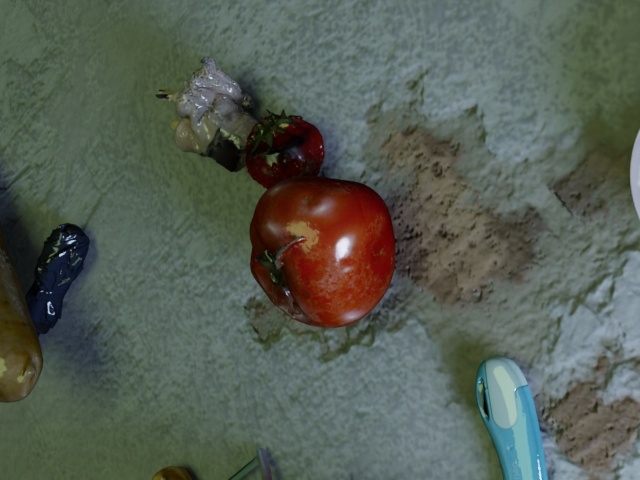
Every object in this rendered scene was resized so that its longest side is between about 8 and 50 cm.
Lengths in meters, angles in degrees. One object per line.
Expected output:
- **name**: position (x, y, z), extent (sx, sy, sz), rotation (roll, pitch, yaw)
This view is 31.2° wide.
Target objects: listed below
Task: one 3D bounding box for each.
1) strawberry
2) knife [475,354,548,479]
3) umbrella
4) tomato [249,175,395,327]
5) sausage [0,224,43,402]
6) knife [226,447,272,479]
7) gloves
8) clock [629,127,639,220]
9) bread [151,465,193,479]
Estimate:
- **strawberry**: position (-0.039, -0.097, 1.357), extent (0.106, 0.106, 0.106), rotation (-1, 89, 39)
- **knife**: position (0.204, 0.228, 1.187), extent (0.064, 0.031, 0.222), rotation (-13, 84, 34)
- **umbrella**: position (-0.405, 0.087, 1.662), extent (0.071, 0.071, 0.248), rotation (43, 114, 31)
- **tomato**: position (0.000, 0.000, 1.275), extent (0.187, 0.151, 0.187), rotation (48, 160, 23)
- **sausage**: position (-0.500, 0.047, 1.656), extent (0.136, 0.123, 0.501), rotation (-48, 48, 22)
- **knife**: position (-0.058, 0.403, 1.386), extent (0.123, 0.053, 0.278), rotation (-46, 61, 35)
- **gloves**: position (-0.128, -0.153, 1.426), extent (0.144, 0.094, 0.110), rotation (56, 148, 1)
- **clock**: position (0.376, -0.058, 1.005), extent (0.196, 0.068, 0.197), rotation (11, 107, 38)
- **bread**: position (-0.188, 0.350, 1.495), extent (0.083, 0.044, 0.111), rotation (-47, 64, 30)
